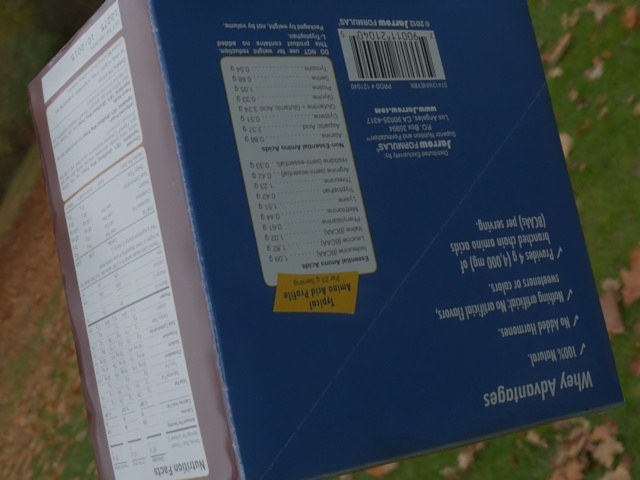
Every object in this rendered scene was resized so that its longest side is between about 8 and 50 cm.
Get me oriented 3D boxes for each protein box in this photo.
[{"bbox_3d":[0.000,0.000,0.512,0.136,0.199,0.201,-24,76,55],"label":"protein box"}]
